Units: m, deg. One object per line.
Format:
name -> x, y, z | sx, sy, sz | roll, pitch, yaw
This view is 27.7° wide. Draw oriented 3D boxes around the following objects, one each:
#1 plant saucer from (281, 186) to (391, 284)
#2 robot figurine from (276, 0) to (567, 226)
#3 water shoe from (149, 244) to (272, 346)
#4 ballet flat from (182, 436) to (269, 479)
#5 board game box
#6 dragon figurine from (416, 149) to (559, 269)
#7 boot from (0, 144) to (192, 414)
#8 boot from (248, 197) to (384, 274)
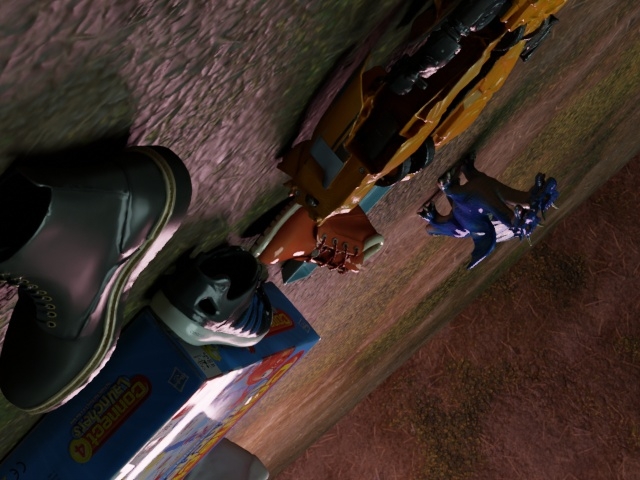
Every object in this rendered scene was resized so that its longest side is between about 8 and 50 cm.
plant saucer -> 0.029, -0.027, 1.383 | 0.192, 0.018, 0.067 | -46, 169, 21
robot figurine -> 0.091, -0.137, 1.011 | 0.211, 0.085, 0.291 | -29, 163, -51
water shoe -> -0.075, 0.048, 1.157 | 0.080, 0.073, 0.203 | -48, 169, 14
ballet flat -> -0.236, 0.378, 1.543 | 0.400, 0.139, 0.139 | -42, 169, -18
board game box -> -0.175, 0.185, 1.283 | 0.308, 0.086, 0.302 | -46, 168, 16
dragon figurine -> 0.212, -0.021, 1.711 | 0.085, 0.144, 0.289 | -36, 167, -29
boot -> -0.174, 0.027, 0.769 | 0.137, 0.077, 0.198 | -11, 133, -62
boot -> 0.000, 0.000, 1.212 | 0.158, 0.084, 0.059 | -26, 162, -51
